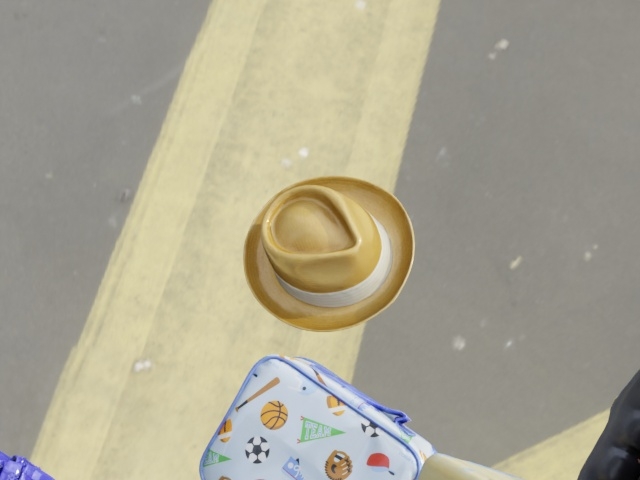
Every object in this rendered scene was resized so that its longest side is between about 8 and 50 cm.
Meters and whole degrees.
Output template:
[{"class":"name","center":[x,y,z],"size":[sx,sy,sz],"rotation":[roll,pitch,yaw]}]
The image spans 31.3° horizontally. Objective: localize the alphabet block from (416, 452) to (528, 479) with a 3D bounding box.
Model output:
[{"class":"alphabet block","center":[0.167,0.293,0.855],"size":[0.192,0.197,0.194],"rotation":[19,88,-24]}]

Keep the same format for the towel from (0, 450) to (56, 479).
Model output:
[{"class":"towel","center":[-0.307,0.382,1.094],"size":[0.228,0.076,0.308],"rotation":[47,48,-28]}]

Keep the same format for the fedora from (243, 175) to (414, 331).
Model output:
[{"class":"fedora","center":[0.000,0.000,1.185],"size":[0.194,0.079,0.194],"rotation":[-8,64,16]}]

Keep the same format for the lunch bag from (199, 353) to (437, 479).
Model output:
[{"class":"lunch bag","center":[0.005,0.299,1.511],"size":[0.303,0.115,0.243],"rotation":[32,92,25]}]

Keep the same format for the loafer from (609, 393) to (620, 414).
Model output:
[{"class":"loafer","center":[0.493,0.366,1.738],"size":[0.096,0.084,0.268],"rotation":[-13,84,10]}]

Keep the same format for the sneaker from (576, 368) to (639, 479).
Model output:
[{"class":"sneaker","center":[0.213,0.094,0.368],"size":[0.180,0.321,0.125],"rotation":[47,22,-18]}]
